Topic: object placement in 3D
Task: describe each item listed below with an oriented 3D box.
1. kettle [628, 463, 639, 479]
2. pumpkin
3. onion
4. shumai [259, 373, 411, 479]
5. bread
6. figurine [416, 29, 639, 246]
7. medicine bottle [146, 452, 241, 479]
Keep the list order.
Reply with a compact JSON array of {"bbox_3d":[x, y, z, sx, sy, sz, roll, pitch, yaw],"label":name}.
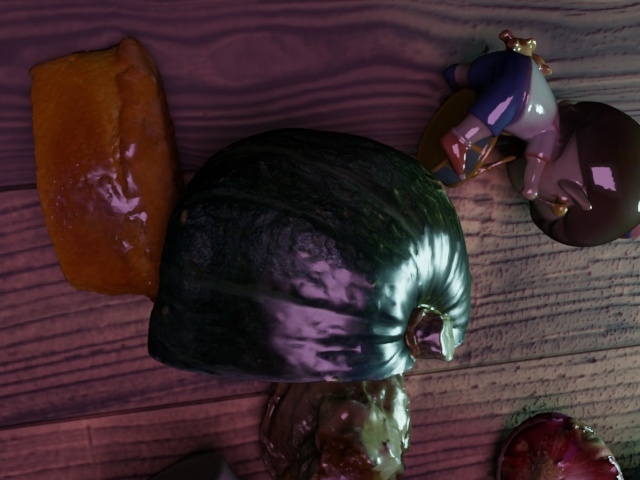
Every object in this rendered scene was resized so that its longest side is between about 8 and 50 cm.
[{"bbox_3d":[0.427,0.407,0.989,0.319,0.247,0.342,-9,86,-51],"label":"kettle"},{"bbox_3d":[0.000,0.000,0.799,0.263,0.293,0.197,8,102,28],"label":"pumpkin"},{"bbox_3d":[0.284,0.271,1.020,0.140,0.150,0.150,10,105,-51],"label":"onion"},{"bbox_3d":[0.028,0.218,0.913,0.166,0.175,0.206,-7,109,-10],"label":"shumai"},{"bbox_3d":[-0.190,-0.049,0.820,0.129,0.134,0.260,-10,106,-8],"label":"bread"},{"bbox_3d":[0.237,-0.077,0.901,0.275,0.161,0.158,29,138,-15],"label":"figurine"},{"bbox_3d":[-0.096,0.396,0.897,0.245,0.245,0.306,-33,100,-2],"label":"medicine bottle"}]
